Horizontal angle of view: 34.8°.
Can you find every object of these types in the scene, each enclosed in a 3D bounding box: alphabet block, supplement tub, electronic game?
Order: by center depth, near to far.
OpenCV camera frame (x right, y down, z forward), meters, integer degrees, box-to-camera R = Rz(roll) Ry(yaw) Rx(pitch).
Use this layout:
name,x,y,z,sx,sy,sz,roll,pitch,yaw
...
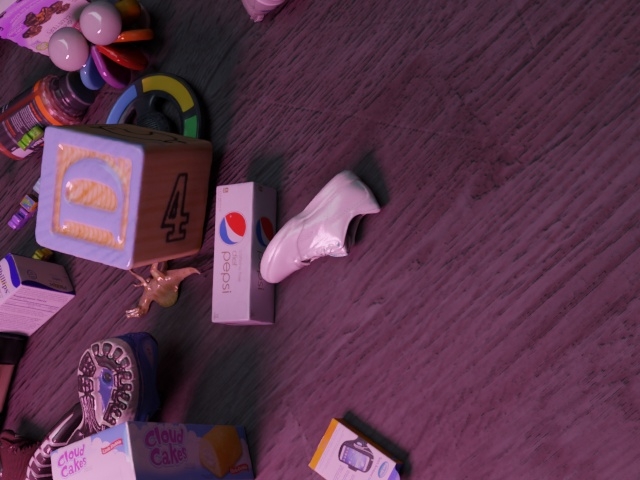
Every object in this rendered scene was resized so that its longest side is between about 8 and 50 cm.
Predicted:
name,x,y,z,sx,sy,sz,roll,pitch,yaw
alphabet block,-0.306,-0.076,1.610,0.192,0.197,0.193,15,103,22
electronic game,-0.289,-0.177,1.747,0.229,0.048,0.229,-7,77,31
supplement tub,-0.504,-0.232,1.862,0.198,0.106,0.106,-27,67,26

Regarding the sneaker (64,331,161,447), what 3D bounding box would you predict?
name,x,y,z,sx,sy,sz,roll,pitch,yaw
sneaker,-0.314,0.293,1.632,0.130,0.147,0.330,25,113,20

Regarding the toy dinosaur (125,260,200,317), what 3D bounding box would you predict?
name,x,y,z,sx,sy,sz,roll,pitch,yaw
toy dinosaur,-0.259,0.062,1.688,0.183,0.053,0.092,-35,79,31

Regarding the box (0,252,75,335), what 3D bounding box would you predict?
name,x,y,z,sx,sy,sz,roll,pitch,yaw
box,-0.531,0.098,1.803,0.137,0.126,0.072,-38,61,21

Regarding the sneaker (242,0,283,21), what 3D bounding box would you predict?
name,x,y,z,sx,sy,sz,roll,pitch,yaw
sneaker,-0.136,-0.488,1.668,0.115,0.105,0.281,-43,59,55

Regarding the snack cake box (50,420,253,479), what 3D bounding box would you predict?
name,x,y,z,sx,sy,sz,roll,pitch,yaw
snack cake box,-0.239,0.328,1.482,0.152,0.264,0.089,-23,69,27

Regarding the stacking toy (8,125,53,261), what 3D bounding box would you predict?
name,x,y,z,sx,sy,sz,roll,pitch,yaw
stacking toy,-0.509,-0.074,1.833,0.167,0.052,0.221,42,105,5

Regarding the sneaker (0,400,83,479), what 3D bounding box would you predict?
name,x,y,z,sx,sy,sz,roll,pitch,yaw
sneaker,-0.485,0.349,1.738,0.162,0.106,0.281,43,105,35

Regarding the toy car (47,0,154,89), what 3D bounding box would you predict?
name,x,y,z,sx,sy,sz,roll,pitch,yaw
toy car,-0.367,-0.333,1.778,0.182,0.159,0.136,-31,92,24

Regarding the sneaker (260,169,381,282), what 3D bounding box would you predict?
name,x,y,z,sx,sy,sz,roll,pitch,yaw
sneaker,0.000,0.000,1.512,0.212,0.080,0.094,-47,71,15

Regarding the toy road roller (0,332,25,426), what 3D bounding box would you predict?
name,x,y,z,sx,sy,sz,roll,pitch,yaw
toy road roller,-0.712,0.221,1.826,0.330,0.241,0.202,15,89,34

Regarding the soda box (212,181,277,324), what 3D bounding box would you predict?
name,x,y,z,sx,sy,sz,roll,pitch,yaw
soda box,-0.116,0.022,1.582,0.074,0.069,0.216,-6,78,32

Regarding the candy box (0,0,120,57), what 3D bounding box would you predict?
name,x,y,z,sx,sy,sz,roll,pitch,yaw
candy box,-0.479,-0.412,1.826,0.165,0.196,0.070,-30,65,25

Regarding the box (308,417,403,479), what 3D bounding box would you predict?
name,x,y,z,sx,sy,sz,roll,pitch,yaw
box,0.055,0.319,1.437,0.136,0.028,0.081,31,98,31
